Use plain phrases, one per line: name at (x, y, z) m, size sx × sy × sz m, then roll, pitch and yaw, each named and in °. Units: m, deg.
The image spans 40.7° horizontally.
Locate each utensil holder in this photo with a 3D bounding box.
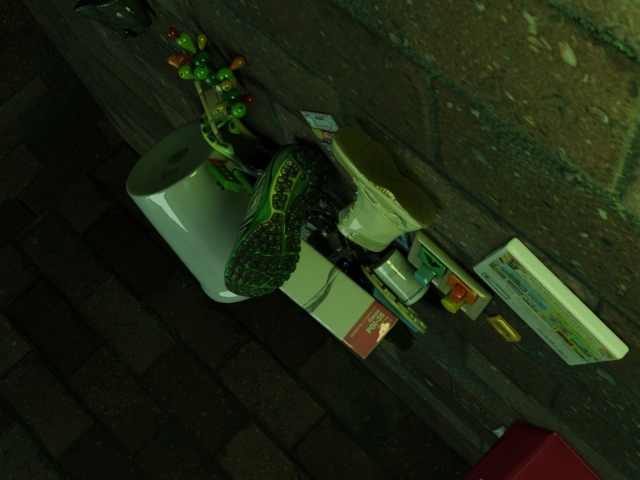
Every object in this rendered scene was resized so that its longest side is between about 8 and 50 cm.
utensil holder at (-0.271, -0.084, 2.260) m, size 0.327 × 0.327 × 0.385 m, roll 31°, pitch 159°, yaw 55°

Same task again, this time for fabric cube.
fabric cube at (0.504, 0.614, 2.040) m, size 0.259 × 0.258 × 0.254 m, roll 46°, pitch 171°, yaw -2°

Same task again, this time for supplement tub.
supplement tub at (0.170, 0.077, 1.804) m, size 0.107 × 0.071 × 0.071 m, roll 47°, pitch 170°, yaw -5°

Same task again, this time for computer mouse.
computer mouse at (0.000, 0.000, 2.025) m, size 0.188 × 0.072 × 0.272 m, roll 51°, pitch 138°, yaw -9°

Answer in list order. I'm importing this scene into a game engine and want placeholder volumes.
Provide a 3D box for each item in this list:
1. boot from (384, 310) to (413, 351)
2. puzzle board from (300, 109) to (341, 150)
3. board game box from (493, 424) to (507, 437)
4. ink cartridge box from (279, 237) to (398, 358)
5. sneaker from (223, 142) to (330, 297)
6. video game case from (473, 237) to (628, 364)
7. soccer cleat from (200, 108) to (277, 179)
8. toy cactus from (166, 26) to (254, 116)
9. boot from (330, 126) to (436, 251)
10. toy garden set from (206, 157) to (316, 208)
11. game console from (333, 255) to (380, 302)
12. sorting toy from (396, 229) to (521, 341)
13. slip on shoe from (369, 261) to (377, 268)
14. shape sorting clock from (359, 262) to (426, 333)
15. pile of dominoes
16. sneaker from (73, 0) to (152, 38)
boot at (0.157, 0.214, 2.431) m, size 0.208 × 0.076 × 0.189 m, roll 45°, pitch 170°, yaw 45°
puzzle board at (0.015, -0.191, 1.545) m, size 0.096 × 0.011 × 0.128 m, roll 50°, pitch 168°, yaw -25°
board game box at (0.523, 0.550, 2.381) m, size 0.090 × 0.020 × 0.090 m, roll 44°, pitch 170°, yaw 11°
ink cartridge box at (0.025, 0.122, 1.887) m, size 0.283 × 0.117 × 0.207 m, roll 40°, pitch 180°, yaw 5°
sneaker at (-0.095, -0.038, 1.766) m, size 0.134 × 0.343 × 0.146 m, roll 25°, pitch -171°, yaw -24°
video game case at (0.344, 0.099, 1.322) m, size 0.227 × 0.026 × 0.206 m, roll 46°, pitch 170°, yaw 5°
soccer cleat at (-0.178, -0.213, 2.014) m, size 0.289 × 0.093 × 0.121 m, roll 40°, pitch 175°, yaw 31°
toy cactus at (-0.201, -0.328, 1.699) m, size 0.219 × 0.112 × 0.180 m, roll 41°, pitch -172°, yaw 14°
boot at (0.069, -0.078, 1.433) m, size 0.213 × 0.077 × 0.165 m, roll 44°, pitch 145°, yaw -9°
toy garden set at (-0.158, -0.129, 2.023) m, size 0.244 × 0.049 × 0.204 m, roll 13°, pitch -161°, yaw -34°
game console at (0.025, 0.027, 2.186) m, size 0.361 × 0.044 × 0.213 m, roll 48°, pitch -179°, yaw 10°
sorting toy at (0.232, 0.078, 1.622) m, size 0.348 × 0.047 × 0.196 m, roll 43°, pitch 170°, yaw 13°
slip on shoe at (0.143, 0.081, 2.010) m, size 0.051 × 0.041 × 0.135 m, roll 50°, pitch 169°, yaw -21°
shape sorting clock at (0.161, 0.124, 1.889) m, size 0.206 × 0.040 × 0.206 m, roll 42°, pitch -174°, yaw -5°
pile of dominoes at (-0.236, -0.314, 1.854) m, size 0.251 × 0.040 × 0.196 m, roll -150°, pitch 40°, yaw -86°
sneaker at (-0.473, -0.520, 1.971) m, size 0.130 × 0.109 × 0.286 m, roll 45°, pitch 174°, yaw -32°
